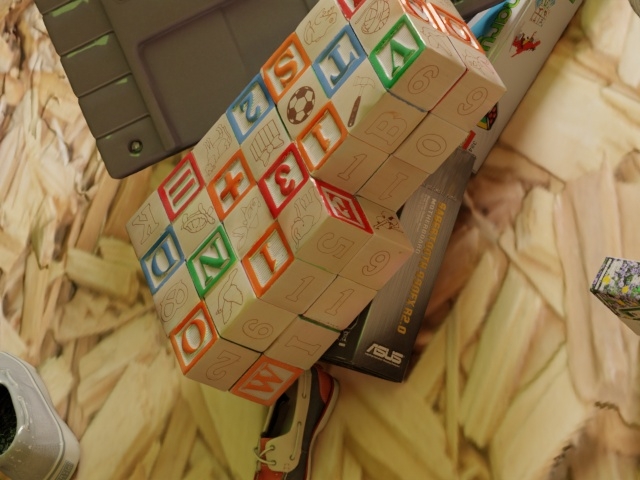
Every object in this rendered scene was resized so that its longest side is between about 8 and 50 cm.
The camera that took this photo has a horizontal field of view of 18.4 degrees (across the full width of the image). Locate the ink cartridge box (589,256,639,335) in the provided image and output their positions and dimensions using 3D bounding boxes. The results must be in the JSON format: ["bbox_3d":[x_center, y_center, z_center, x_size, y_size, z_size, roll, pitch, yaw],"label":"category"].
[{"bbox_3d":[0.236,0.044,1.270,0.115,0.063,0.029,11,67,51],"label":"ink cartridge box"}]

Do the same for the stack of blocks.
[{"bbox_3d":[-0.003,-0.044,1.445,0.297,0.087,0.171,-48,42,21],"label":"stack of blocks"}]

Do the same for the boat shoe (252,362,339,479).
[{"bbox_3d":[-0.029,0.153,1.478,0.049,0.043,0.137,2,63,46],"label":"boat shoe"}]

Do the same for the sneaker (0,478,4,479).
[{"bbox_3d":[-0.291,0.268,1.652,0.059,0.053,0.144,10,68,48],"label":"sneaker"}]

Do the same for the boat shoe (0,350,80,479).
[{"bbox_3d":[-0.285,0.143,1.726,0.079,0.081,0.227,-52,36,-1],"label":"boat shoe"}]

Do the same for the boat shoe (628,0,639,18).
[{"bbox_3d":[0.332,-0.273,1.404,0.302,0.109,0.094,-38,37,23],"label":"boat shoe"}]

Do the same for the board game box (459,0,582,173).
[{"bbox_3d":[0.130,-0.211,1.606,0.193,0.053,0.305,23,77,51],"label":"board game box"}]

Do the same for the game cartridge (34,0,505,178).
[{"bbox_3d":[-0.057,-0.220,1.559,0.355,0.230,0.068,-24,3,18],"label":"game cartridge"}]

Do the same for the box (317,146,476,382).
[{"bbox_3d":[0.000,0.000,1.536,0.231,0.056,0.183,10,79,50],"label":"box"}]
